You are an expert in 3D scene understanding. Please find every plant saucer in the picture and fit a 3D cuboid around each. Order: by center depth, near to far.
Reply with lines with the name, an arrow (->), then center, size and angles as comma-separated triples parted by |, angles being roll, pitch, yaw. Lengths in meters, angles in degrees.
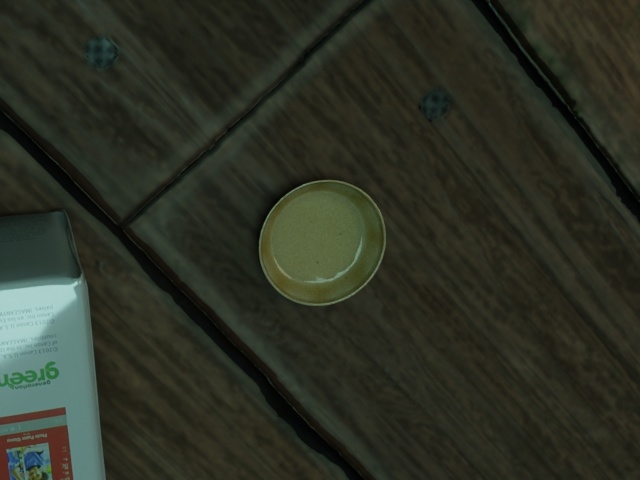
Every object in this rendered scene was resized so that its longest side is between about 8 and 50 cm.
plant saucer -> 0.000, 0.000, 0.812 | 0.083, 0.015, 0.083 | -5, 109, -14

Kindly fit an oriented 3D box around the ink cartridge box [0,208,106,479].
ink cartridge box -> -0.279, 0.143, 0.715 | 0.309, 0.130, 0.272 | -6, 109, -14
